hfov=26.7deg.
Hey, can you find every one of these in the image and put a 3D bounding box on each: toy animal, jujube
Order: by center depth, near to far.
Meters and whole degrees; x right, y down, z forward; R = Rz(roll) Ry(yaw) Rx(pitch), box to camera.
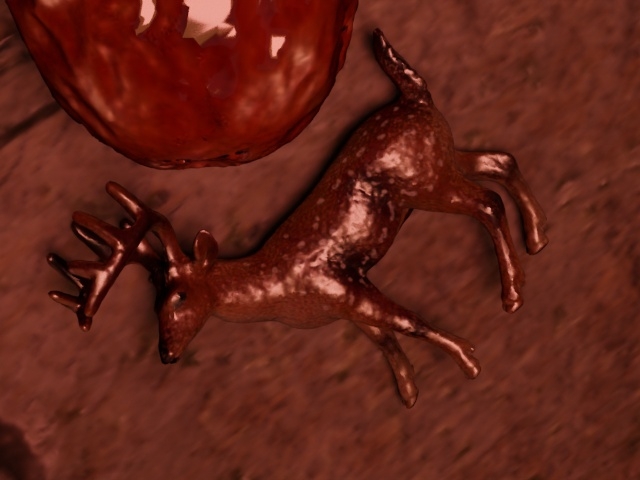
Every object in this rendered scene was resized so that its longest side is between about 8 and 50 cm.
[{"bbox_3d":[-0.072,-0.182,0.694,0.197,0.197,0.290,-5,91,-11],"label":"jujube"},{"bbox_3d":[-0.007,0.000,0.821,0.260,0.087,0.243,37,81,-17],"label":"toy animal"}]
